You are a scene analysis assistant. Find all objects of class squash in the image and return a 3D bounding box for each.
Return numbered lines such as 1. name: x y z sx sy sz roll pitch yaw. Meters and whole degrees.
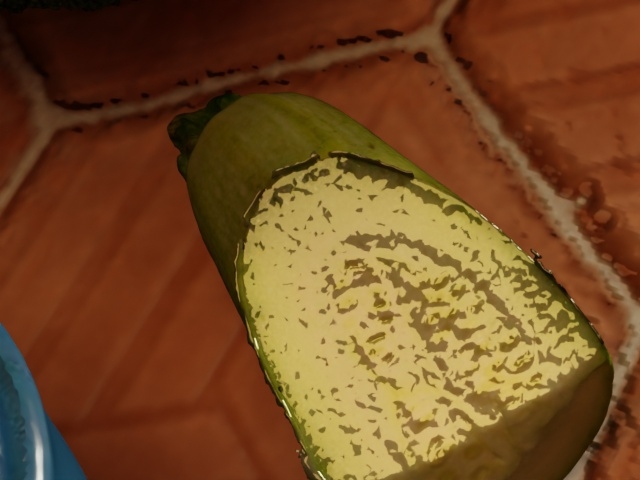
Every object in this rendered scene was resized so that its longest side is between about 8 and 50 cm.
1. squash: -0.001 0.000 0.573 0.200 0.075 0.090 47 112 39

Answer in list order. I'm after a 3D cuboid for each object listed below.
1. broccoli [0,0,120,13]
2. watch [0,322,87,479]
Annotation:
1. broccoli: -0.112 -0.211 0.655 0.270 0.270 0.270 -31 96 4
2. watch: -0.171 0.148 0.478 0.274 0.241 0.305 -26 49 -8
